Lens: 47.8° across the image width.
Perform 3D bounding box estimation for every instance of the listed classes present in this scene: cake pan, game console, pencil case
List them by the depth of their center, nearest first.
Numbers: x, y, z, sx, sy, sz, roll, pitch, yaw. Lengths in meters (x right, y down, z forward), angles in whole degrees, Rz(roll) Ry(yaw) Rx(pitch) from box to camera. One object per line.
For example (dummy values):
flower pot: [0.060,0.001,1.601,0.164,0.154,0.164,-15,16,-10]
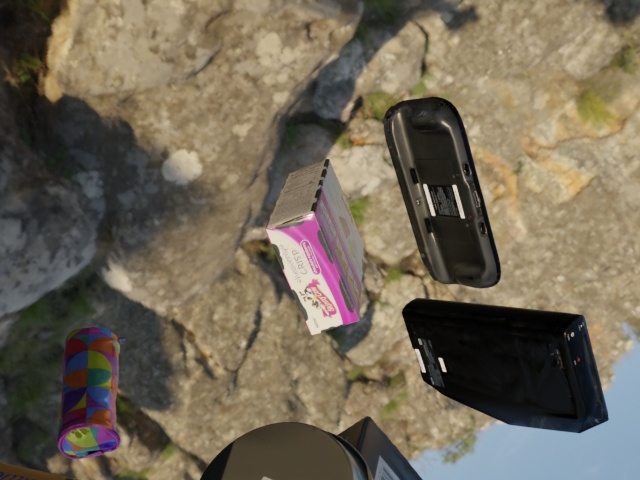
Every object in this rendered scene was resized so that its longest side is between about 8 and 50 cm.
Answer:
game console: [0.156,0.029,0.734,0.044,0.361,0.213,-31,-160,-35]
cake pan: [-0.066,0.388,1.065,0.293,0.293,0.054,-38,131,-21]
pencil case: [-0.381,0.250,1.206,0.104,0.104,0.236,-41,-145,18]

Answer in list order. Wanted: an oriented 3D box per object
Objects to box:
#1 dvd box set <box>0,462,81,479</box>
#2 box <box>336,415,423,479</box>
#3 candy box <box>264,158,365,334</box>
dvd box set: [-0.414,0.389,0.802,0.062,0.421,0.307,-22,118,-76]
box: [-0.023,0.544,1.253,0.396,0.212,0.293,-37,-175,18]
candy box: [0.000,0.000,0.992,0.071,0.159,0.233,-18,-161,13]
